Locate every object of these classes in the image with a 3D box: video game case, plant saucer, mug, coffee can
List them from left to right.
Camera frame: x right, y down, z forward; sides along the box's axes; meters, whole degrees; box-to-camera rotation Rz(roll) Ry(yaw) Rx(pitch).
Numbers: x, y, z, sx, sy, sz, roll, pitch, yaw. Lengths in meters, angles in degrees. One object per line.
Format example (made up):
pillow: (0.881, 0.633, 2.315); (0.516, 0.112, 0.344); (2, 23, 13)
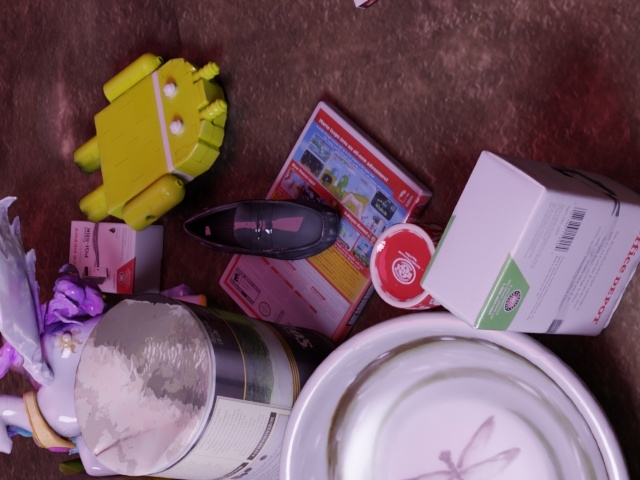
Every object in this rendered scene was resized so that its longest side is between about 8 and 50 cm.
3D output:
coffee can: (-0.116, 0.181, 1.730); (0.201, 0.275, 0.201); (-9, 74, 35)
video game case: (0.000, 0.000, 1.858); (0.204, 0.025, 0.285); (44, 115, 33)
mug: (0.127, 0.032, 1.654); (0.150, 0.169, 0.113); (-3, 86, 40)
plant saucer: (0.152, 0.271, 1.628); (0.400, 0.100, 0.400); (3, 96, 26)

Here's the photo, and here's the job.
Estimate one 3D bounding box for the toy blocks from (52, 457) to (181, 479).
toy blocks: (-0.208, 0.446, 1.864); (0.381, 0.191, 0.261); (11, 104, 43)

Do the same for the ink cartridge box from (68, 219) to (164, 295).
ink cartridge box: (-0.285, 0.024, 2.078); (0.135, 0.056, 0.099); (3, 90, 40)

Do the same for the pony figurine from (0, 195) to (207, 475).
pony figurine: (-0.329, 0.144, 1.914); (0.303, 0.363, 0.351); (115, 155, -72)

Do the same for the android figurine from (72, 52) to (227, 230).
android figurine: (-0.225, -0.138, 2.010); (0.273, 0.056, 0.248); (-31, 54, 31)

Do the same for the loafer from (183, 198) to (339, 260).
loafer: (-0.075, -0.013, 1.854); (0.223, 0.078, 0.076); (0, 87, 40)

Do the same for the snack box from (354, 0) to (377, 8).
snack box: (0.104, -0.348, 1.794); (0.178, 0.022, 0.064); (-30, 70, 35)

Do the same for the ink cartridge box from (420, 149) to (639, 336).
ink cartridge box: (0.229, 0.007, 1.538); (0.092, 0.219, 0.160); (38, 110, 39)
